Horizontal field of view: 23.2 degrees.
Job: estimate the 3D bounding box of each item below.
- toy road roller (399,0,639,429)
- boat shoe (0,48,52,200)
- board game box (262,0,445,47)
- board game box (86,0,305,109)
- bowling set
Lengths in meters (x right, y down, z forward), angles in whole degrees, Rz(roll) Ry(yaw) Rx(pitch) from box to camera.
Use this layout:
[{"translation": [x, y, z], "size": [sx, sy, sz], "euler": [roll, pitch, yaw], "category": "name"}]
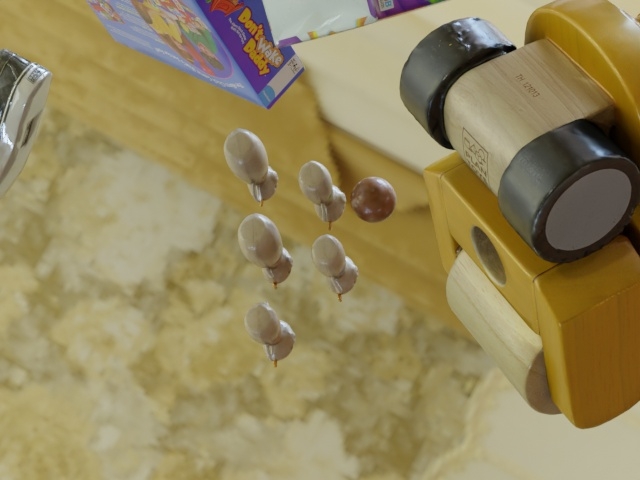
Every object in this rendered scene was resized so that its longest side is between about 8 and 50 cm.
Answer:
[{"translation": [0.222, -0.041, 1.210], "size": [0.240, 0.202, 0.329], "euler": [-25, -43, -12], "category": "toy road roller"}, {"translation": [-0.377, -0.125, 1.814], "size": [0.219, 0.070, 0.078], "euler": [-62, -6, 31], "category": "boat shoe"}, {"translation": [0.077, -0.298, 1.553], "size": [0.275, 0.144, 0.142], "euler": [-24, -78, -43], "category": "board game box"}, {"translation": [-0.203, -0.321, 2.036], "size": [0.078, 0.347, 0.233], "euler": [-49, -43, -15], "category": "board game box"}, {"translation": [0.000, 0.000, 1.852], "size": [0.154, 0.200, 0.287], "euler": [60, -156, -70], "category": "bowling set"}]
